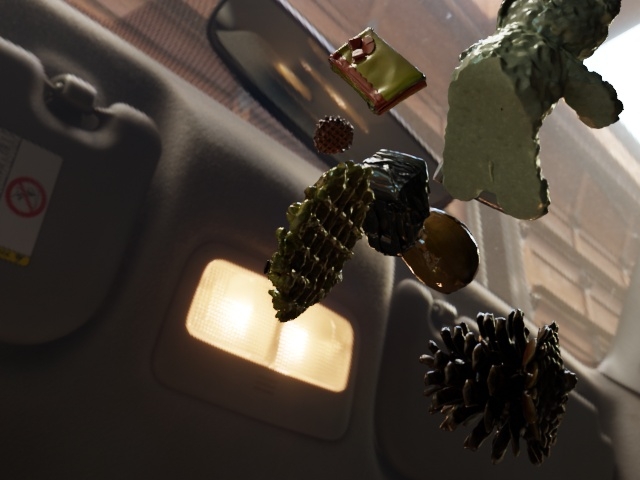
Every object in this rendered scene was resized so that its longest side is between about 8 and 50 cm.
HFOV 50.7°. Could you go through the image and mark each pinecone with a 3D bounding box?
[{"bbox_3d":[0.291,0.236,1.127,0.264,0.264,0.264,30,-133,-38],"label":"pinecone"}]

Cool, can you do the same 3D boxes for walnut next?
[{"bbox_3d":[0.319,0.006,1.951,0.336,0.209,0.209,47,-150,23],"label":"walnut"}]

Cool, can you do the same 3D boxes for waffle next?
[{"bbox_3d":[0.000,0.000,1.276,0.068,0.325,0.302,26,-139,25],"label":"waffle"},{"bbox_3d":[0.024,-0.196,1.274,0.075,0.083,0.029,-3,-140,-6],"label":"waffle"}]

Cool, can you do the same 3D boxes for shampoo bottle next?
[{"bbox_3d":[0.490,-0.156,2.014,0.303,0.092,0.092,27,-139,1],"label":"shampoo bottle"}]

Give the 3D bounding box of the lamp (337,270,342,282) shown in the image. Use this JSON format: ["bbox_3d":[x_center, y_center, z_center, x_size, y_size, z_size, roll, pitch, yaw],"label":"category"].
[{"bbox_3d":[-0.038,0.083,1.751,0.106,0.192,0.106,0,-90,-73],"label":"lamp"}]

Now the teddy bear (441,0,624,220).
[{"bbox_3d":[0.398,-0.290,1.211,0.362,0.327,0.376,-38,-46,-30],"label":"teddy bear"}]

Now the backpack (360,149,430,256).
[{"bbox_3d":[0.171,-0.075,1.641,0.133,0.206,0.258,-38,-44,-35],"label":"backpack"}]

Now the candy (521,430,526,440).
[{"bbox_3d":[0.449,0.389,1.707,0.331,0.077,0.187,45,170,49],"label":"candy"}]

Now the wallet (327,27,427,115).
[{"bbox_3d":[0.123,-0.394,1.558,0.241,0.141,0.067,53,174,39],"label":"wallet"}]
